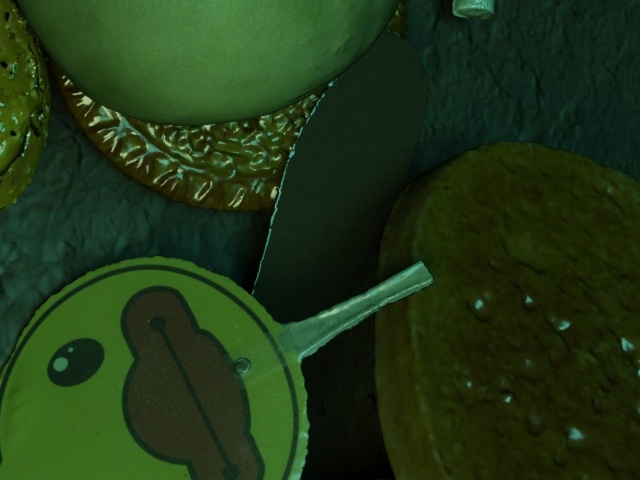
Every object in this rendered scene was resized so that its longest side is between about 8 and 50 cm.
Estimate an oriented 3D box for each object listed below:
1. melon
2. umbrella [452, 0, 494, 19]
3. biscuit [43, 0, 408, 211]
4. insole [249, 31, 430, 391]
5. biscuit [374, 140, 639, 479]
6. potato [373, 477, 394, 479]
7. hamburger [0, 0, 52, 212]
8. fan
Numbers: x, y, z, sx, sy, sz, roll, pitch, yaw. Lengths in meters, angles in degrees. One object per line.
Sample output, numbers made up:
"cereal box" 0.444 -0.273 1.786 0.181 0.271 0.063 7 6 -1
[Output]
"melon" -0.068 -0.195 1.134 0.271 0.308 0.272 -2 101 -11
"umbrella" 0.120 -0.263 1.444 0.046 0.050 0.188 11 79 -49
"biscuit" -0.062 -0.171 1.333 0.305 0.038 0.305 2 85 -30
"insole" 0.000 0.000 1.349 0.111 0.007 0.328 28 79 -38
"biscuit" 0.193 0.109 1.292 0.350 0.070 0.394 22 46 -14
"potato" 0.023 0.287 1.241 0.359 0.219 0.270 6 43 -23
"hamburger" -0.244 -0.094 1.181 0.185 0.113 0.177 -25 98 -28
"fan" -0.077 0.096 1.214 0.335 0.011 0.230 -29 64 -3
